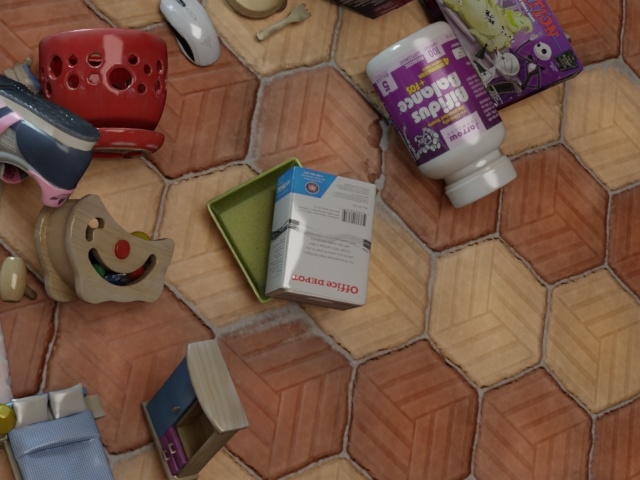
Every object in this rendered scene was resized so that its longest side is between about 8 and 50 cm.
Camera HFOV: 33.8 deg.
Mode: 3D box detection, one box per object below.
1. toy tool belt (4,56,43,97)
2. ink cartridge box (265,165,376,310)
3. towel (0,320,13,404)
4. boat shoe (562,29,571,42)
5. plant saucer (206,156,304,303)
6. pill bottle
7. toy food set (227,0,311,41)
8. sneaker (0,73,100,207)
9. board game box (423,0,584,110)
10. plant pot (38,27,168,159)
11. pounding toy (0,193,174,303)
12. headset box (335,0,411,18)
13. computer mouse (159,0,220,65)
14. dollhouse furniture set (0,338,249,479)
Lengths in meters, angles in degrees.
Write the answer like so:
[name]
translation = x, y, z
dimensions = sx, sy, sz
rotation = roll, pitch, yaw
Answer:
[toy tool belt]
translation = -0.439, -0.235, 1.601
dimensions = 0.051, 0.052, 0.083
rotation = -38, 97, -18
[ink cartridge box]
translation = 0.000, 0.000, 1.684
dimensions = 0.148, 0.086, 0.203
rotation = 13, 74, -22
[towel]
translation = -0.606, 0.103, 1.449
dimensions = 0.317, 0.053, 0.331
rotation = -8, 83, -27
[boat shoe]
translation = 0.396, -0.396, 2.025
dimensions = 0.190, 0.068, 0.072
rotation = -9, 71, -26
[plant saucer]
translation = -0.075, -0.015, 1.728
dimensions = 0.188, 0.045, 0.188
rotation = -30, 92, -27
[pill bottle]
translation = 0.218, -0.214, 1.840
dimensions = 0.169, 0.169, 0.301
rotation = -31, 92, -27
[toy food set]
translation = -0.113, -0.444, 1.815
dimensions = 0.132, 0.038, 0.192
rotation = -33, 101, -21
[sneaker]
translation = -0.453, -0.157, 1.492
dimensions = 0.112, 0.319, 0.131
rotation = 3, 113, -55
[board game box]
translation = 0.318, -0.423, 1.958
dimensions = 0.208, 0.056, 0.346
rotation = -25, 81, -22
[plant pot]
translation = -0.324, -0.214, 1.580
dimensions = 0.191, 0.191, 0.174
rotation = -1, 88, -25
[pounding toy]
translation = -0.357, 0.013, 1.534
dimensions = 0.269, 0.155, 0.154
rotation = 5, 87, -56
[headset box]
translation = 0.075, -0.495, 1.786
dimensions = 0.293, 0.218, 0.110
rotation = 17, 72, -33
[computer mouse]
translation = -0.224, -0.380, 1.739
dimensions = 0.106, 0.042, 0.193
rotation = -36, 95, -28
[dollhouse furniture set]
translation = -0.269, 0.303, 1.419
dimensions = 0.303, 0.198, 0.286
rotation = -7, 61, -35
